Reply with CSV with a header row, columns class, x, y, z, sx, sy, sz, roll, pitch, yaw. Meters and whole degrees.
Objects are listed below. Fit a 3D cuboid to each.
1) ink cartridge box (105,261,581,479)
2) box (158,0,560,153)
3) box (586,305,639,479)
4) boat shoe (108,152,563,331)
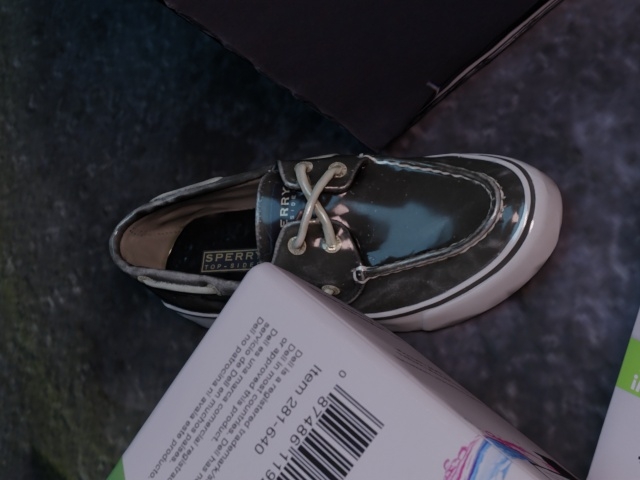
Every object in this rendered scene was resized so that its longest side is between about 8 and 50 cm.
class,x,y,z,sx,sy,sz,roll,pitch,yaw
ink cartridge box,0.031,0.168,0.569,0.278,0.117,0.201,37,94,42
box,0.038,-0.392,0.711,0.472,0.297,0.480,-41,51,18
box,0.183,0.027,0.537,0.145,0.038,0.186,26,106,41
boat shoe,0.000,0.000,0.701,0.219,0.070,0.078,-11,64,33
